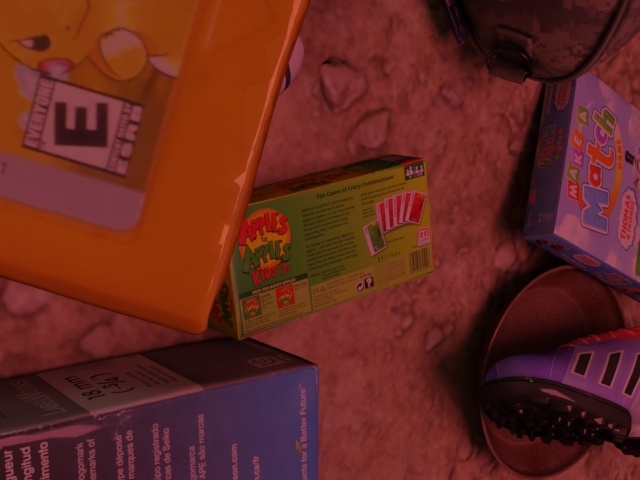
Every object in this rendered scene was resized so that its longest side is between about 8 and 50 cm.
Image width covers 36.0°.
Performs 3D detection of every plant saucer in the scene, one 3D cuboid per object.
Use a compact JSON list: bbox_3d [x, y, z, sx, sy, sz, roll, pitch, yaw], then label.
[{"bbox_3d":[0.205,0.117,0.899,0.199,0.036,0.198,-8,103,-35],"label":"plant saucer"}]

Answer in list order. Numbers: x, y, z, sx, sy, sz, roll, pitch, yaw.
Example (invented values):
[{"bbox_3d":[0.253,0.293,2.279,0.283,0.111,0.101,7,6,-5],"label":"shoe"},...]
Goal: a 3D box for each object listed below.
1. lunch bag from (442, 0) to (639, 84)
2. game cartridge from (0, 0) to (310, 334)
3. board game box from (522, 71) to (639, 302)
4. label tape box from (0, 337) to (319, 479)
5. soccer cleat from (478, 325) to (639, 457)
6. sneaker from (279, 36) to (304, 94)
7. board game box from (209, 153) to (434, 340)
[{"bbox_3d":[0.233,-0.285,0.736,0.305,0.213,0.256,-42,148,-24],"label":"lunch bag"},{"bbox_3d":[-0.163,-0.137,0.413,0.324,0.052,0.285,16,99,-6],"label":"game cartridge"},{"bbox_3d":[0.271,-0.042,0.896,0.212,0.039,0.160,24,70,-36],"label":"board game box"},{"bbox_3d":[-0.162,0.206,0.599,0.334,0.106,0.240,-8,103,-35],"label":"label tape box"},{"bbox_3d":[0.255,0.122,0.864,0.318,0.109,0.116,16,68,-36],"label":"soccer cleat"},{"bbox_3d":[-0.156,-0.156,0.527,0.321,0.126,0.127,39,70,-24],"label":"sneaker"},{"bbox_3d":[0.000,0.000,0.720,0.181,0.043,0.092,-17,108,-34],"label":"board game box"}]
